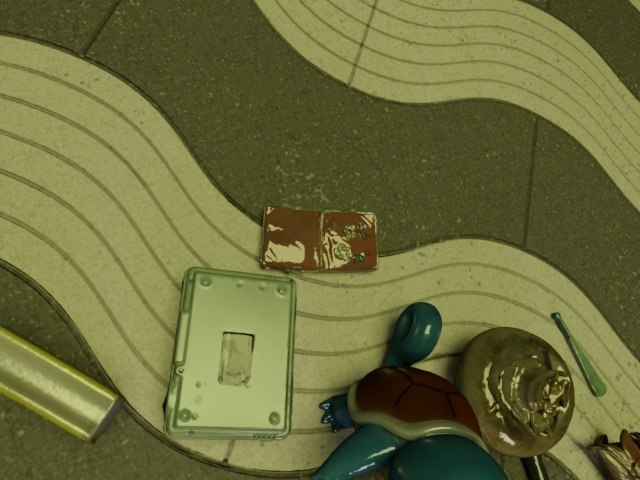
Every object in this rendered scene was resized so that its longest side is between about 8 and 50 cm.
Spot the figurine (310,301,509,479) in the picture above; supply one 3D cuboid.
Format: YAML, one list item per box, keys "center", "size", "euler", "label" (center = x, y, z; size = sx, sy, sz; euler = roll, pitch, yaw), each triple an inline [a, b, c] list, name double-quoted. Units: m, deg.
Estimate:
- center: [0.149, 0.291, 0.717]
  size: [0.298, 0.243, 0.416]
  euler: [28, 24, -13]
  label: "figurine"

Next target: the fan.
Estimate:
- center: [0.554, 0.242, 1.005]
  size: [0.038, 0.016, 0.193]
  euler: [-22, 80, -28]
  label: "fan"

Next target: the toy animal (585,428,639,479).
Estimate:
- center: [0.604, 0.428, 0.923]
  size: [0.188, 0.089, 0.179]
  euler: [40, 46, -2]
  label: "toy animal"

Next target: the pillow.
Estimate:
- center: [0.000, 0.000, 0.884]
  size: [0.232, 0.043, 0.126]
  euler: [3, 71, -17]
  label: "pillow"

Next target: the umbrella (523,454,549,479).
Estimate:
- center: [0.408, 0.448, 0.870]
  size: [0.036, 0.031, 0.133]
  euler: [-5, 72, -23]
  label: "umbrella"

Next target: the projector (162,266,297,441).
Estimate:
- center: [-0.138, 0.177, 0.740]
  size: [0.192, 0.099, 0.257]
  euler: [8, 68, -15]
  label: "projector"

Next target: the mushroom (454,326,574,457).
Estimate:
- center: [0.351, 0.267, 0.835]
  size: [0.226, 0.178, 0.227]
  euler: [3, 78, -12]
  label: "mushroom"

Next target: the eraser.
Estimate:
- center: [-0.372, 0.184, 0.622]
  size: [0.226, 0.158, 0.069]
  euler: [33, 62, -5]
  label: "eraser"
